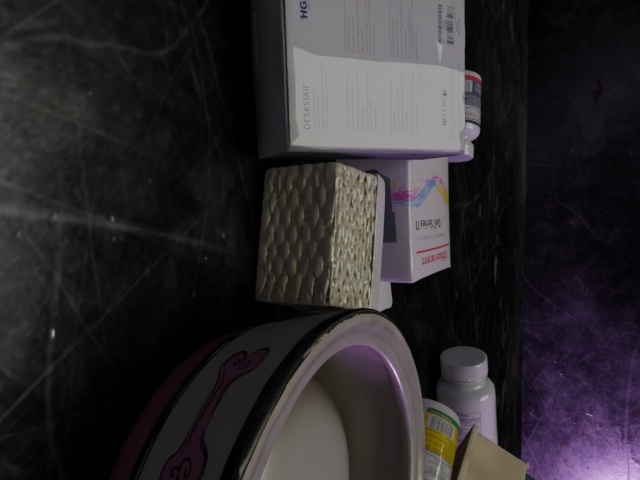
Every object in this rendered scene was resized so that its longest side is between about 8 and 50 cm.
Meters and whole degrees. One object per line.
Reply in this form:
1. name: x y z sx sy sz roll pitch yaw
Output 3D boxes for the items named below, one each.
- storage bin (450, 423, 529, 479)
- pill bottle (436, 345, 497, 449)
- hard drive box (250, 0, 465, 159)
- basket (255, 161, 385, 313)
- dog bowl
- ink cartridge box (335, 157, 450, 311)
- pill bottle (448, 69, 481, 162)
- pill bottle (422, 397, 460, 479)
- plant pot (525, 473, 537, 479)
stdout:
1. storage bin: 0.253 0.533 0.909 0.262 0.123 0.261 -36 151 -58
2. pill bottle: 0.332 0.368 1.135 0.131 0.131 0.229 -29 115 -57
3. hard drive box: 0.047 -0.184 0.561 0.232 0.089 0.181 -4 95 -28
4. basket: 0.000 0.000 0.566 0.103 0.113 0.167 14 78 -58
5. dog bowl: -0.032 0.263 0.475 0.408 0.150 0.408 -3 94 -60
6. ink cartridge box: 0.120 -0.051 0.769 0.207 0.119 0.354 -9 98 -60
7. pill bottle: 0.296 -0.269 1.093 0.108 0.107 0.180 11 81 -60
8. pill bottle: 0.165 0.390 0.853 0.118 0.117 0.208 64 38 -38
9. plant pot: 0.404 0.638 1.168 0.195 0.290 0.290 53 32 6
